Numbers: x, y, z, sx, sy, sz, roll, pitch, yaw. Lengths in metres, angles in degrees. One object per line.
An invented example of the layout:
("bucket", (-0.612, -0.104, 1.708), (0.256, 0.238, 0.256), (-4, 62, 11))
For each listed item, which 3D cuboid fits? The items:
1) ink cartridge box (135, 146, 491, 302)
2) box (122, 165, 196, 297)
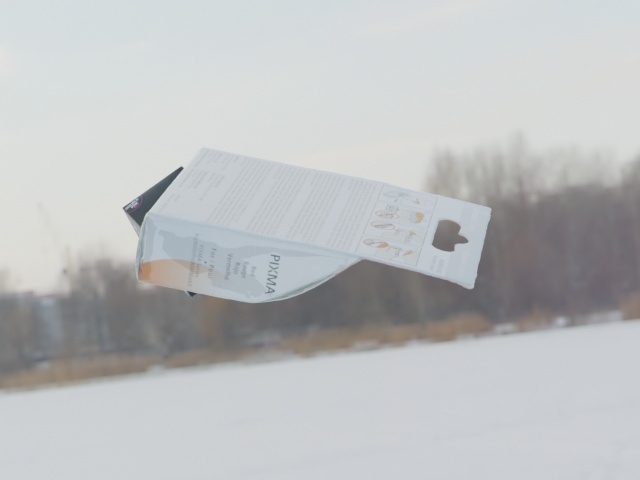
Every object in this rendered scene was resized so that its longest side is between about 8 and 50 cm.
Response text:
("ink cartridge box", (0.000, 0.000, 1.031), (0.179, 0.045, 0.145), (14, 20, 4))
("box", (-0.105, -0.008, 1.437), (0.062, 0.052, 0.083), (-35, 40, -11))
